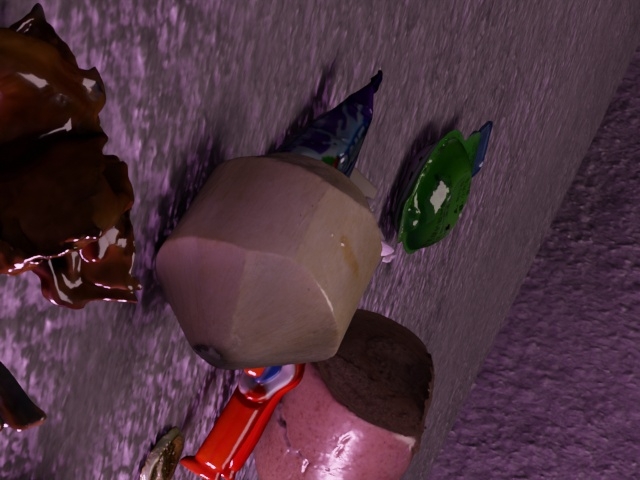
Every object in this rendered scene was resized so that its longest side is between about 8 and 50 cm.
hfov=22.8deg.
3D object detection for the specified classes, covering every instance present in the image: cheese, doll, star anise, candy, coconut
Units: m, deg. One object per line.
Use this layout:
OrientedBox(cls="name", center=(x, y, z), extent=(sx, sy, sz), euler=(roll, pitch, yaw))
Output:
OrientedBox(cls="cheese", center=(0.190, -0.090, 2.426), extent=(0.320, 0.083, 0.203), euler=(-43, 150, -52))
OrientedBox(cls="doll", center=(-0.035, 0.115, 1.881), extent=(0.384, 0.099, 0.188), euler=(-56, 172, -6))
OrientedBox(cls="star anise", center=(-0.198, -0.009, 1.072), extent=(0.237, 0.148, 0.346), euler=(-116, -151, -48))
OrientedBox(cls="candy", center=(-0.014, -0.075, 1.770), extent=(0.275, 0.070, 0.145), euler=(-47, 161, -41))
OrientedBox(cls="coconut", center=(-0.053, 0.030, 1.541), extent=(0.222, 0.202, 0.202), euler=(-60, 164, -27))

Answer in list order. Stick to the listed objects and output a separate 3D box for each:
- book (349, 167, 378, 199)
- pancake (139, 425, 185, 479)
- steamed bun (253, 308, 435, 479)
OrientedBox(cls="book", center=(0.000, 0.000, 2.019), extent=(0.207, 0.020, 0.295), euler=(-66, 165, -3))
OrientedBox(cls="pancake", center=(-0.180, 0.257, 1.778), extent=(0.108, 0.017, 0.108), euler=(20, 90, -78))
OrientedBox(cls="steamed bun", center=(0.010, 0.226, 2.051), extent=(0.251, 0.199, 0.301), euler=(-56, -169, 23))
